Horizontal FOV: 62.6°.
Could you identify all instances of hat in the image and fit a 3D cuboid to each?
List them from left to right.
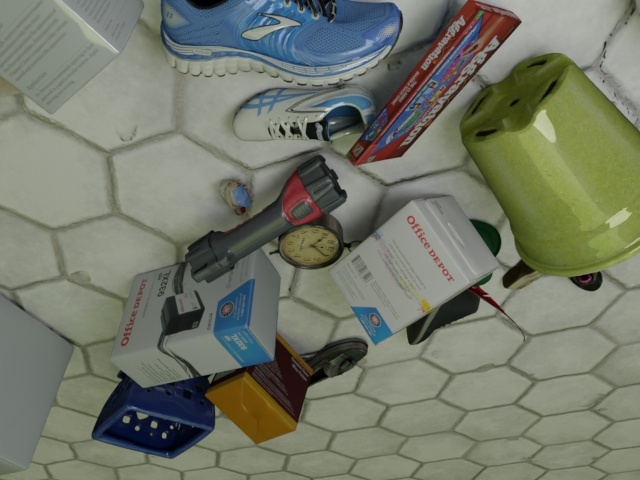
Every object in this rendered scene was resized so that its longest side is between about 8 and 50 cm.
[{"bbox_3d":[0.302,0.079,1.050,0.208,0.184,0.173,-1,136,0],"label":"hat"}]

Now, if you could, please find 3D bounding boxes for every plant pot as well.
[{"bbox_3d":[-0.417,0.406,1.367,0.236,0.212,0.236,28,130,-26],"label":"plant pot"},{"bbox_3d":[0.357,-0.129,0.804,0.276,0.276,0.254,-35,115,31],"label":"plant pot"}]

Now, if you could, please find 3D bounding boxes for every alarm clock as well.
[{"bbox_3d":[0.000,0.000,1.051,0.192,0.064,0.129,11,135,-9],"label":"alarm clock"}]

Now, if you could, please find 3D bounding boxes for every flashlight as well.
[{"bbox_3d":[-0.102,-0.036,0.949,0.304,0.103,0.103,-30,163,14],"label":"flashlight"}]

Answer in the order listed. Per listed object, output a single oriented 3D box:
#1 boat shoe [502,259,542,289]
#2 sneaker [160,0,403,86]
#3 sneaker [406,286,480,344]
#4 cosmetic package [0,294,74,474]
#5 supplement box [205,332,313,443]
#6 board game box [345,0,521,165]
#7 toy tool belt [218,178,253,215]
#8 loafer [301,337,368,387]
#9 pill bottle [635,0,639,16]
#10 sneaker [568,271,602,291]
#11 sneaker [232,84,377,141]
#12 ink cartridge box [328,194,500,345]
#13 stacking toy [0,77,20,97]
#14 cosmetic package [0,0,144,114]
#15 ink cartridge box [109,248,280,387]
[{"bbox_3d":[0.454,0.065,1.139,0.045,0.050,0.135,15,144,-21],"label":"boat shoe"},{"bbox_3d":[-0.054,-0.298,0.691,0.330,0.130,0.147,0,139,-1],"label":"sneaker"},{"bbox_3d":[0.285,0.180,1.230,0.118,0.083,0.222,6,139,-13],"label":"sneaker"},{"bbox_3d":[-0.879,0.343,1.211,0.393,0.329,0.327,-16,133,17],"label":"cosmetic package"},{"bbox_3d":[-0.142,0.346,1.287,0.129,0.194,0.191,-29,111,27],"label":"supplement box"},{"bbox_3d":[0.163,-0.222,0.784,0.145,0.027,0.281,-20,158,-48],"label":"board game box"},{"bbox_3d":[-0.148,-0.080,0.975,0.051,0.052,0.083,-9,137,21],"label":"toy tool belt"},{"bbox_3d":[0.014,0.344,1.397,0.267,0.084,0.096,-28,130,26],"label":"loafer"},{"bbox_3d":[0.577,-0.287,0.679,0.301,0.169,0.169,21,132,-21],"label":"pill bottle"},{"bbox_3d":[0.554,0.068,1.119,0.072,0.077,0.178,-30,130,29],"label":"sneaker"},{"bbox_3d":[-0.029,-0.192,0.835,0.237,0.086,0.085,-7,138,8],"label":"sneaker"},{"bbox_3d":[0.175,0.051,0.988,0.232,0.171,0.168,-41,163,34],"label":"ink cartridge box"},{"bbox_3d":[-0.608,-0.251,0.733,0.309,0.130,0.279,-17,134,17],"label":"stacking toy"},{"bbox_3d":[-0.357,-0.298,0.669,0.151,0.151,0.183,-27,131,24],"label":"cosmetic package"},{"bbox_3d":[-0.252,0.155,1.096,0.307,0.223,0.129,-15,134,15],"label":"ink cartridge box"}]
